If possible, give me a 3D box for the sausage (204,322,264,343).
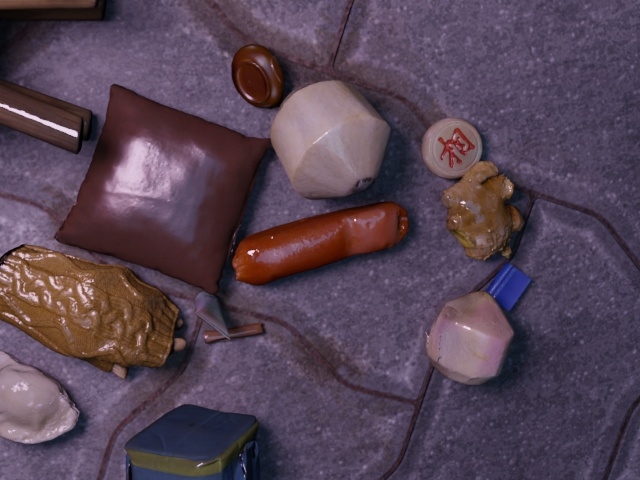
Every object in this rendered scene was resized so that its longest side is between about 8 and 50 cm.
[{"bbox_3d":[-0.167,0.178,1.465,0.116,0.026,0.026,-9,101,-12],"label":"sausage"}]

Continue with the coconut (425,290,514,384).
[{"bbox_3d":[0.295,0.186,1.500,0.171,0.171,0.182,8,100,-14],"label":"coconut"}]

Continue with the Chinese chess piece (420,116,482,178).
[{"bbox_3d":[0.258,-0.181,1.489,0.122,0.051,0.122,-2,100,-12],"label":"Chinese chess piece"}]

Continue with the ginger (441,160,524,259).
[{"bbox_3d":[0.322,-0.044,1.498,0.157,0.102,0.216,-43,118,-13],"label":"ginger"}]

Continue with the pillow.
[{"bbox_3d":[-0.277,-0.092,1.357,0.306,0.108,0.307,20,90,-11],"label":"pillow"}]

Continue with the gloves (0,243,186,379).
[{"bbox_3d":[-0.406,0.132,1.339,0.357,0.155,0.203,21,98,-18],"label":"gloves"}]

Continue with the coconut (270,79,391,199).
[{"bbox_3d":[0.024,-0.168,1.345,0.202,0.222,0.202,-20,147,-14],"label":"coconut"}]

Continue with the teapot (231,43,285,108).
[{"bbox_3d":[-0.107,-0.298,1.384,0.098,0.078,0.129,-10,116,30],"label":"teapot"}]

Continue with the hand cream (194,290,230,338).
[{"bbox_3d":[-0.202,0.131,1.372,0.076,0.174,0.047,40,89,-16],"label":"hand cream"}]

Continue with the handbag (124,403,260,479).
[{"bbox_3d":[-0.226,0.452,1.378,0.223,0.263,0.240,3,99,14],"label":"handbag"}]

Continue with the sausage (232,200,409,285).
[{"bbox_3d":[0.000,-0.001,1.440,0.349,0.094,0.097,-16,115,-11],"label":"sausage"}]

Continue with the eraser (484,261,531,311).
[{"bbox_3d":[0.387,0.096,1.573,0.063,0.027,0.084,35,91,-14],"label":"eraser"}]

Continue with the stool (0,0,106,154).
[{"bbox_3d":[-0.465,-0.294,1.181,0.226,0.310,0.310,7,100,-14],"label":"stool"}]

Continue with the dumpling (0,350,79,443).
[{"bbox_3d":[-0.535,0.289,1.360,0.199,0.118,0.136,42,86,6],"label":"dumpling"}]
